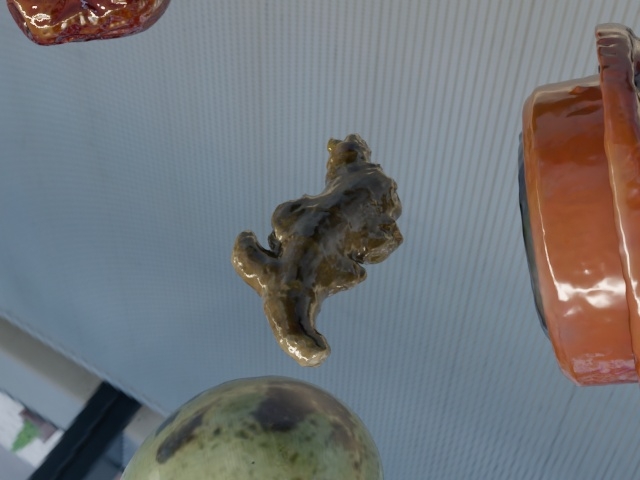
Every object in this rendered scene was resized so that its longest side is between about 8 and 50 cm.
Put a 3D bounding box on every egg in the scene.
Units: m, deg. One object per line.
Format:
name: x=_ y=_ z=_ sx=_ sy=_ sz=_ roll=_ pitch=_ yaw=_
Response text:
egg: x=-0.112 y=0.385 z=1.336 sx=0.428 sy=0.345 sz=0.345 roll=-32 pitch=107 yaw=8

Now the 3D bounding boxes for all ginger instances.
ginger: x=0.001 y=-0.001 z=1.060 sx=0.166 sy=0.333 sz=0.080 roll=20 pitch=144 yaw=18

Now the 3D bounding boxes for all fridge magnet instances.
fridge magnet: x=0.268 y=-0.010 z=0.817 sx=0.155 sy=0.363 sz=0.363 roll=-7 pitch=124 yaw=19

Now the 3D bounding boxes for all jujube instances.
jujube: x=-0.359 y=-0.400 z=1.444 sx=0.190 sy=0.255 sz=0.190 roll=49 pitch=159 yaw=25
